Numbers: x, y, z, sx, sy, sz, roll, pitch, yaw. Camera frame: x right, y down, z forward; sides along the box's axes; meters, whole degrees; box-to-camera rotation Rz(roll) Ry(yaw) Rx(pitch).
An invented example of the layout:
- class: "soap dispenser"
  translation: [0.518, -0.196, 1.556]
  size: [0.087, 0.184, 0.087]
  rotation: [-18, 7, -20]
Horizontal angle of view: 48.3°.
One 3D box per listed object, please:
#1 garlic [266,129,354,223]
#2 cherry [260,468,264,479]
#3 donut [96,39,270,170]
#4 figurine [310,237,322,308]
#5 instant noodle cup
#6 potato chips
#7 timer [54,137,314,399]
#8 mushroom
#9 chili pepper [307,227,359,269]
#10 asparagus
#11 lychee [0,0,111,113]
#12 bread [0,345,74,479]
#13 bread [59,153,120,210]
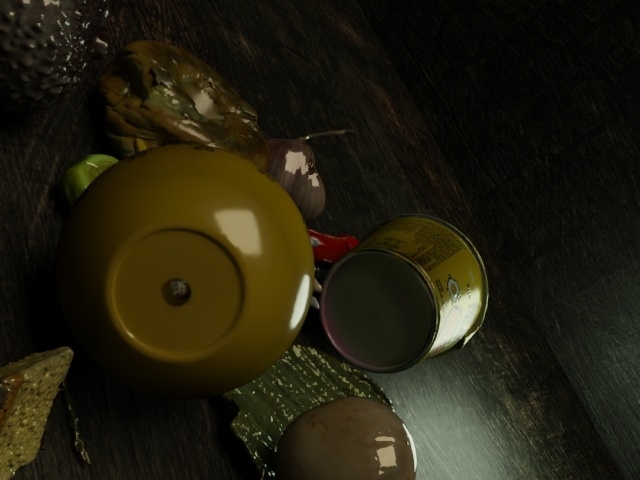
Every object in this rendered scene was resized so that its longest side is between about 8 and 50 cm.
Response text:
- class: "garlic"
  translation: [-0.044, -0.142, 1.542]
  size: [0.207, 0.256, 0.207]
  rotation: [49, -19, 24]
- class: "cherry"
  translation: [-0.073, 0.397, 0.961]
  size: [0.126, 0.106, 0.087]
  rotation: [48, 21, -15]
- class: "donut"
  translation: [-0.255, -0.213, 1.339]
  size: [0.360, 0.170, 0.360]
  rotation: [40, 24, -22]
- class: "figurine"
  translation: [-0.074, 0.053, 1.372]
  size: [0.183, 0.128, 0.209]
  rotation: [11, 54, -53]
- class: "instant noodle cup"
  translation: [0.157, 0.117, 1.453]
  size: [0.326, 0.325, 0.254]
  rotation: [58, 25, 7]
- class: "potato chips"
  translation: [0.000, 0.327, 1.222]
  size: [0.429, 0.070, 0.358]
  rotation: [45, 30, -17]
- class: "timer"
  translation: [-0.180, 0.030, 0.993]
  size: [0.376, 0.376, 0.387]
  rotation: [49, -1, -12]
- class: "mushroom"
  translation: [0.032, 0.340, 1.039]
  size: [0.206, 0.209, 0.206]
  rotation: [7, 29, -4]
- class: "chili pepper"
  translation: [0.001, 0.004, 1.608]
  size: [0.368, 0.092, 0.137]
  rotation: [18, 30, -56]
- class: "asparagus"
  translation: [-0.314, 0.203, 0.889]
  size: [0.016, 0.016, 0.163]
  rotation: [2, 58, -48]
- class: "lychee"
  translation: [-0.443, -0.337, 1.034]
  size: [0.300, 0.300, 0.300]
  rotation: [40, 28, -27]
- class: "bread"
  translation: [-0.330, 0.181, 0.745]
  size: [0.127, 0.152, 0.147]
  rotation: [56, 16, 0]
- class: "bread"
  translation: [-0.344, -0.075, 1.117]
  size: [0.130, 0.071, 0.139]
  rotation: [37, 32, -28]
